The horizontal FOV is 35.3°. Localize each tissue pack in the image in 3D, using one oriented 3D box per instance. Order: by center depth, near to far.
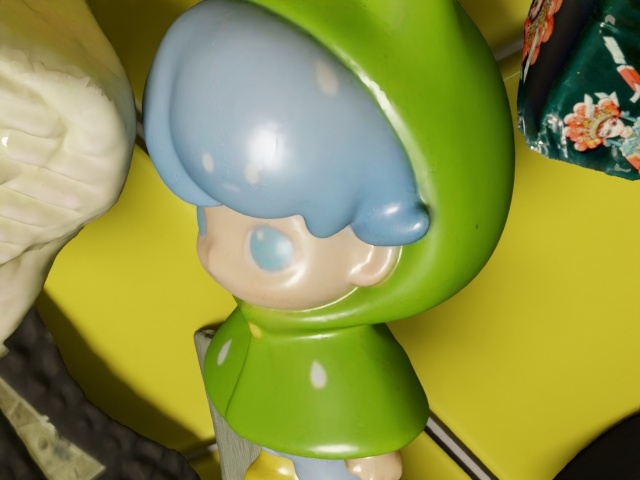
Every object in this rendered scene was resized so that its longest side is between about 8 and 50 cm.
[{"bbox_3d":[0.139,-0.113,0.358,0.090,0.103,0.170,18,133,-6],"label":"tissue pack"}]

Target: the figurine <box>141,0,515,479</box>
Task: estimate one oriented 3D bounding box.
[{"bbox_3d":[0.000,0.000,0.430,0.143,0.162,0.263,-10,112,-27],"label":"figurine"}]

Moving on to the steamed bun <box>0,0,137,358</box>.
[{"bbox_3d":[-0.247,-0.066,0.409,0.320,0.206,0.275,-9,146,-18],"label":"steamed bun"}]

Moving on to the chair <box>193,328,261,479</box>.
[{"bbox_3d":[0.021,0.212,0.626,0.186,0.160,0.319,-2,98,-32],"label":"chair"}]

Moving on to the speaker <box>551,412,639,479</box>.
[{"bbox_3d":[0.299,0.106,0.522,0.180,0.184,0.388,36,139,-19],"label":"speaker"}]

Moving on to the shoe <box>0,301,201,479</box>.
[{"bbox_3d":[-0.206,0.156,0.645,0.171,0.132,0.336,-17,118,35],"label":"shoe"}]
